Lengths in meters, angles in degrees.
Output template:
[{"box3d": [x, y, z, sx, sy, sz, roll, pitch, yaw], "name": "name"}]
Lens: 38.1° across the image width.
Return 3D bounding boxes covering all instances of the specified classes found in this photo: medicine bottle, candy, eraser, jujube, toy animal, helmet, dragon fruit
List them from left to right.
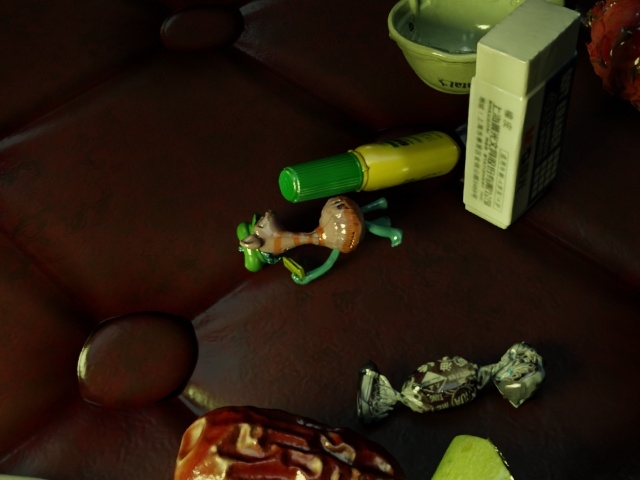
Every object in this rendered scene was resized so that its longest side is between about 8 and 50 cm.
[{"box3d": [-0.034, 0.246, 0.911, 0.230, 0.155, 0.155, 12, 48, 3], "name": "jujube"}, {"box3d": [0.000, 0.000, 1.192, 0.208, 0.100, 0.103, -11, 86, -10], "name": "toy animal"}, {"box3d": [0.066, -0.096, 1.237, 0.260, 0.064, 0.095, -15, 12, -30], "name": "medicine bottle"}, {"box3d": [0.148, 0.158, 1.046, 0.226, 0.051, 0.094, -10, 36, -7], "name": "candy"}, {"box3d": [0.238, -0.293, 1.403, 0.257, 0.137, 0.204, -3, 46, 12], "name": "helmet"}, {"box3d": [0.251, -0.154, 1.172, 0.081, 0.279, 0.124, 32, 57, 29], "name": "eraser"}, {"box3d": [0.483, -0.286, 1.356, 0.172, 0.172, 0.210, -16, 58, -11], "name": "dragon fruit"}]

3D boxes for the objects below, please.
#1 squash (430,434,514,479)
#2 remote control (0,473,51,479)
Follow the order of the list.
[{"box3d": [0.105, 0.326, 0.842, 0.137, 0.137, 0.287, 25, 57, 26], "name": "squash"}, {"box3d": [-0.363, 0.323, 0.890, 0.331, 0.104, 0.221, 2, 44, 9], "name": "remote control"}]
